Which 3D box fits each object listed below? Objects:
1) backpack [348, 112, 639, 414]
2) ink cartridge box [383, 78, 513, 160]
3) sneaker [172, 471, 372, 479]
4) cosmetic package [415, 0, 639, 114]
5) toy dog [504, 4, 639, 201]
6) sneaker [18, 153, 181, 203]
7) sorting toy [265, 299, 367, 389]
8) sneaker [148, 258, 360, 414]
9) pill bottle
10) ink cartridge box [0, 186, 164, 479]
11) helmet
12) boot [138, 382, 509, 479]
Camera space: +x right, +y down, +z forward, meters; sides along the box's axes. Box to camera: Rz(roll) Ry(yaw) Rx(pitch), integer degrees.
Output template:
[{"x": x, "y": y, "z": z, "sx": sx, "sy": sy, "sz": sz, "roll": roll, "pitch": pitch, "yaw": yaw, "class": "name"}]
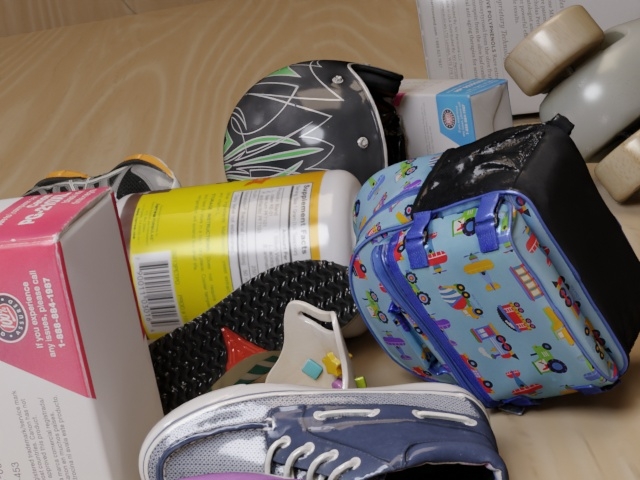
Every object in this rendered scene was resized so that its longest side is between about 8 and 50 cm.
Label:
[{"x": 0.089, "y": 0.023, "z": 0.837, "sx": 0.173, "sy": 0.158, "sz": 0.117, "roll": -13, "pitch": 30, "yaw": 39, "class": "backpack"}, {"x": 0.084, "y": -0.089, "z": 1.262, "sx": 0.181, "sy": 0.104, "sz": 0.061, "roll": 7, "pitch": 23, "yaw": 42, "class": "ink cartridge box"}, {"x": -0.079, "y": 0.167, "z": 0.574, "sx": 0.161, "sy": 0.102, "sz": 0.282, "roll": 2, "pitch": 10, "yaw": 44, "class": "sneaker"}, {"x": 0.303, "y": -0.232, "z": 1.518, "sx": 0.365, "sy": 0.155, "sz": 0.197, "roll": -7, "pitch": 15, "yaw": 14, "class": "cosmetic package"}, {"x": 0.293, "y": -0.141, "z": 1.237, "sx": 0.333, "sy": 0.220, "sz": 0.161, "roll": -10, "pitch": -16, "yaw": -26, "class": "toy dog"}, {"x": -0.202, "y": -0.021, "z": 1.264, "sx": 0.215, "sy": 0.084, "sz": 0.083, "roll": -7, "pitch": 18, "yaw": 42, "class": "sneaker"}, {"x": 0.001, "y": 0.074, "z": 0.840, "sx": 0.045, "sy": 0.075, "sz": 0.083, "roll": -21, "pitch": 21, "yaw": -30, "class": "sorting toy"}, {"x": -0.048, "y": 0.061, "z": 0.907, "sx": 0.161, "sy": 0.057, "sz": 0.075, "roll": -28, "pitch": -5, "yaw": -7, "class": "sneaker"}, {"x": -0.035, "y": 0.014, "z": 0.981, "sx": 0.215, "sy": 0.117, "sz": 0.117, "roll": -6, "pitch": 18, "yaw": 12, "class": "pill bottle"}, {"x": -0.225, "y": 0.075, "z": 0.802, "sx": 0.237, "sy": 0.172, "sz": 0.100, "roll": -6, "pitch": 17, "yaw": 13, "class": "ink cartridge box"}, {"x": 0.000, "y": -0.073, "z": 1.172, "sx": 0.169, "sy": 0.169, "sz": 0.161, "roll": 2, "pitch": 9, "yaw": 33, "class": "helmet"}, {"x": -0.001, "y": 0.114, "z": 0.724, "sx": 0.190, "sy": 0.069, "sz": 0.086, "roll": -9, "pitch": 14, "yaw": -2, "class": "boot"}]
